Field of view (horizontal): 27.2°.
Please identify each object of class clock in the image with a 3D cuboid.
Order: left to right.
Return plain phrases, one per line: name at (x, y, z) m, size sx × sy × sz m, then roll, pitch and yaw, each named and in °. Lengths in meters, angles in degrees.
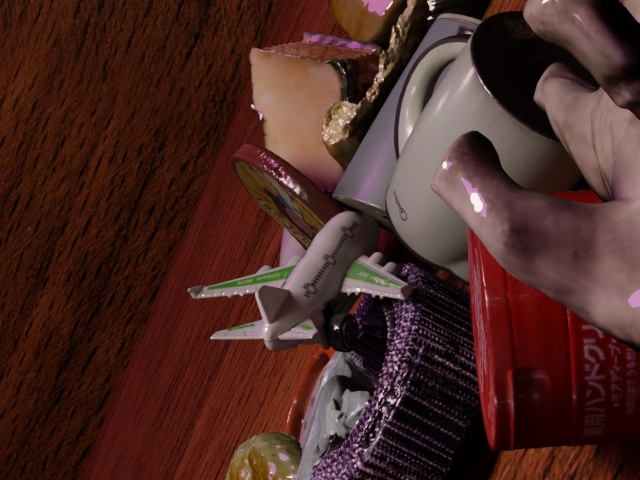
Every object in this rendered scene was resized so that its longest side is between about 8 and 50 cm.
clock at (0.005, 0.224, 1.659) m, size 0.205 × 0.051 × 0.205 m, roll -163°, pitch 90°, yaw -74°

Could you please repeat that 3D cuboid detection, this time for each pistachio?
pistachio at (0.122, -0.373, 1.820) m, size 0.260 × 0.163 × 0.213 m, roll -58°, pitch 18°, yaw 3°

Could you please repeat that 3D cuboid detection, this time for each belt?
belt at (0.068, 0.159, 1.350) m, size 0.260 × 0.122 × 0.325 m, roll -60°, pitch 11°, yaw 20°

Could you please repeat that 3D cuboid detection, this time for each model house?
model house at (0.026, -0.166, 1.683) m, size 0.166 × 0.172 × 0.183 m, roll 17°, pitch 117°, yaw 38°

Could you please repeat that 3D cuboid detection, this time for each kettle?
kettle at (0.140, -0.117, 1.497) m, size 0.243 × 0.160 × 0.210 m, roll -65°, pitch -14°, yaw -6°
kettle at (0.154, -0.103, 1.278) m, size 0.221 × 0.161 × 0.236 m, roll 63°, pitch 145°, yaw 26°

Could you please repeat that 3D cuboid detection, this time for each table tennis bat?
table tennis bat at (0.000, 0.000, 1.658) m, size 0.051 × 0.268 × 0.414 m, roll -46°, pitch -13°, yaw -9°

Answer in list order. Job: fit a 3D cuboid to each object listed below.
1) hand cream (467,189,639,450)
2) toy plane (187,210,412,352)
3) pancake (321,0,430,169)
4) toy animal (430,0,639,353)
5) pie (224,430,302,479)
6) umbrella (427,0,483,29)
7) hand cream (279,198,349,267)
hand cream at (0.175, 0.058, 0.970) m, size 0.193 × 0.125 × 0.193 m, roll -7°, pitch -90°, yaw -87°
toy plane at (0.000, 0.047, 1.358) m, size 0.255 × 0.251 × 0.101 m, roll -43°, pitch -55°, yaw -52°
pancake at (0.088, -0.185, 1.568) m, size 0.266 × 0.057 × 0.244 m, roll -23°, pitch -51°, yaw -59°
toy animal at (0.250, -0.033, 0.782) m, size 0.194 × 0.303 × 0.344 m, roll -59°, pitch -11°, yaw 31°
pie at (-0.065, 0.377, 1.584) m, size 0.371 × 0.078 × 0.296 m, roll 167°, pitch 107°, yaw -70°
umbrella at (0.147, -0.294, 1.711) m, size 0.357 × 0.113 × 0.106 m, roll -64°, pitch 34°, yaw 25°
hand cream at (-0.002, -0.040, 1.968) m, size 0.358 × 0.118 × 0.185 m, roll 126°, pitch 158°, yaw -69°
